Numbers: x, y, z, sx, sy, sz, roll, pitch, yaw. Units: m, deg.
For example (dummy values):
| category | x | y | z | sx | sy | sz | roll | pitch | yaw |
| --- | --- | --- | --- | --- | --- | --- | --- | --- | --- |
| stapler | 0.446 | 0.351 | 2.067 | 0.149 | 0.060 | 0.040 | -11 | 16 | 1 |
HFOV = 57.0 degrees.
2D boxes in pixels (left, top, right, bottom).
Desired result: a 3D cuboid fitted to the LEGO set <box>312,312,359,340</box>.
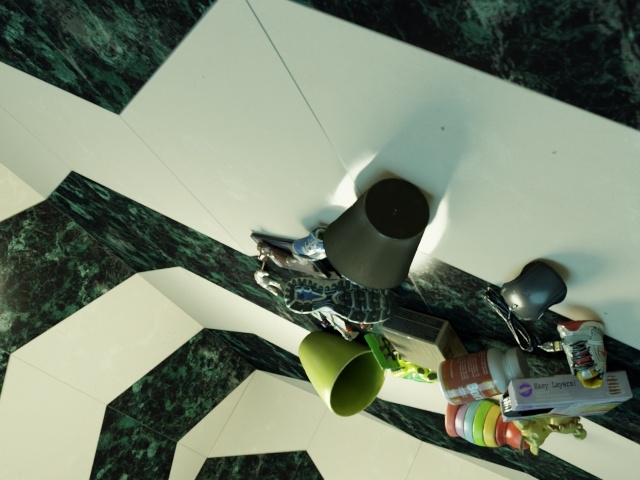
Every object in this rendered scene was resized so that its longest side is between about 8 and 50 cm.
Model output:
| category | x | y | z | sx | sy | sz | roll | pitch | yaw |
| --- | --- | --- | --- | --- | --- | --- | --- | --- | --- |
| LEGO set | 0.039 | 0.268 | 2.080 | 0.182 | 0.060 | 0.244 | 34 | 161 | 25 |

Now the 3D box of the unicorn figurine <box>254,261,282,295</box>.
| category | x | y | z | sx | sy | sz | roll | pitch | yaw |
| --- | --- | --- | --- | --- | --- | --- | --- | --- | --- |
| unicorn figurine | -0.186 | 0.139 | 2.023 | 0.111 | 0.060 | 0.162 | 34 | 158 | -13 |

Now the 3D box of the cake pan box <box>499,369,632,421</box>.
| category | x | y | z | sx | sy | sz | roll | pitch | yaw |
| --- | --- | --- | --- | --- | --- | --- | --- | --- | --- |
| cake pan box | 0.570 | 0.378 | 1.417 | 0.267 | 0.070 | 0.246 | -6 | 152 | 6 |

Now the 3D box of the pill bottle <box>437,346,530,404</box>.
| category | x | y | z | sx | sy | sz | roll | pitch | yaw |
| --- | --- | --- | --- | --- | --- | --- | --- | --- | --- |
| pill bottle | 0.428 | 0.350 | 1.546 | 0.216 | 0.121 | 0.121 | -24 | 130 | 29 |

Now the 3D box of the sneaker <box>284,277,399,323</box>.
| category | x | y | z | sx | sy | sz | roll | pitch | yaw |
| --- | --- | --- | --- | --- | --- | --- | --- | --- | --- |
| sneaker | 0.070 | 0.157 | 1.686 | 0.330 | 0.130 | 0.147 | 6 | -177 | 24 |

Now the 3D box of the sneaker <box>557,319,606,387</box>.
| category | x | y | z | sx | sy | sz | roll | pitch | yaw |
| --- | --- | --- | --- | --- | --- | --- | --- | --- | --- |
| sneaker | 0.557 | 0.236 | 1.230 | 0.088 | 0.093 | 0.225 | -13 | 138 | 32 |

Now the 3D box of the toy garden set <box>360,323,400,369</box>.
| category | x | y | z | sx | sy | sz | roll | pitch | yaw |
| --- | --- | --- | --- | --- | --- | --- | --- | --- | --- |
| toy garden set | 0.182 | 0.292 | 1.803 | 0.204 | 0.049 | 0.244 | 61 | -172 | 18 |

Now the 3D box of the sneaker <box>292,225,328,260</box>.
| category | x | y | z | sx | sy | sz | roll | pitch | yaw |
| --- | --- | --- | --- | --- | --- | --- | --- | --- | --- |
| sneaker | 0.000 | 0.000 | 1.477 | 0.211 | 0.080 | 0.081 | -3 | 125 | 49 |

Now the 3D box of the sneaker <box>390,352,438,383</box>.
| category | x | y | z | sx | sy | sz | roll | pitch | yaw |
| --- | --- | --- | --- | --- | --- | --- | --- | --- | --- |
| sneaker | 0.349 | 0.408 | 1.923 | 0.123 | 0.109 | 0.295 | 15 | 165 | -26 |

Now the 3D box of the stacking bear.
| category | x | y | z | sx | sy | sz | roll | pitch | yaw |
| --- | --- | --- | --- | --- | --- | --- | --- | --- | --- |
| stacking bear | 0.590 | 0.623 | 2.006 | 0.289 | 0.164 | 0.175 | 4 | 148 | 40 |

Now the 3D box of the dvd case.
| category | x | y | z | sx | sy | sz | roll | pitch | yaw |
| --- | --- | --- | --- | --- | --- | --- | --- | --- | --- |
| dvd case | -0.089 | 0.043 | 1.742 | 0.221 | 0.018 | 0.164 | 11 | 151 | 41 |

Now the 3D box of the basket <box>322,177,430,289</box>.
| category | x | y | z | sx | sy | sz | roll | pitch | yaw |
| --- | --- | --- | --- | --- | --- | --- | --- | --- | --- |
| basket | 0.118 | -0.017 | 1.176 | 0.204 | 0.154 | 0.227 | 31 | 155 | 3 |

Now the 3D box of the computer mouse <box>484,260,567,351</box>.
| category | x | y | z | sx | sy | sz | roll | pitch | yaw |
| --- | --- | --- | --- | --- | --- | --- | --- | --- | --- |
| computer mouse | 0.426 | 0.152 | 1.187 | 0.184 | 0.060 | 0.262 | 52 | 161 | 10 |

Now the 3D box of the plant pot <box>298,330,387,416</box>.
| category | x | y | z | sx | sy | sz | roll | pitch | yaw |
| --- | --- | --- | --- | --- | --- | --- | --- | --- | --- |
| plant pot | 0.051 | 0.469 | 2.236 | 0.293 | 0.275 | 0.275 | 30 | 165 | 45 |

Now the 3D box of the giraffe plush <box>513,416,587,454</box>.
| category | x | y | z | sx | sy | sz | roll | pitch | yaw |
| --- | --- | --- | --- | --- | --- | --- | --- | --- | --- |
| giraffe plush | 0.638 | 0.489 | 1.651 | 0.170 | 0.210 | 0.181 | -28 | 121 | 31 |

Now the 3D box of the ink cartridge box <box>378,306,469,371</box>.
| category | x | y | z | sx | sy | sz | roll | pitch | yaw |
| --- | --- | --- | --- | --- | --- | --- | --- | --- | --- |
| ink cartridge box | 0.303 | 0.294 | 1.710 | 0.193 | 0.088 | 0.235 | 14 | 155 | 37 |

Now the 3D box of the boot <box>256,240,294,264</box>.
| category | x | y | z | sx | sy | sz | roll | pitch | yaw |
| --- | --- | --- | --- | --- | --- | --- | --- | --- | --- |
| boot | -0.129 | 0.051 | 1.745 | 0.114 | 0.037 | 0.106 | 20 | 159 | 14 |
